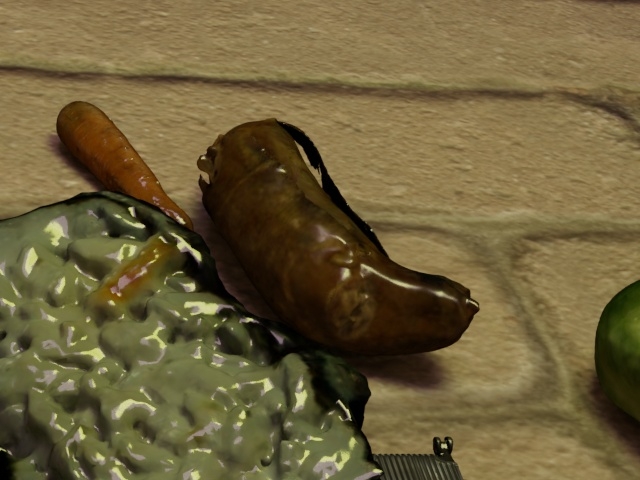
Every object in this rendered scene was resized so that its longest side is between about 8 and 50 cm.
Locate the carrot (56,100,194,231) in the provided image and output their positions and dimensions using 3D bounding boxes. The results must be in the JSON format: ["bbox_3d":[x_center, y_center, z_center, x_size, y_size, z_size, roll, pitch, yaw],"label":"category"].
[{"bbox_3d":[-0.163,-0.058,1.295,0.047,0.047,0.191,-15,43,-36],"label":"carrot"}]

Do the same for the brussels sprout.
[{"bbox_3d":[0.283,0.088,1.169,0.155,0.117,0.155,0,52,0],"label":"brussels sprout"}]

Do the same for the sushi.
[{"bbox_3d":[-0.096,0.128,0.914,0.211,0.171,0.350,-33,55,-23],"label":"sushi"}]

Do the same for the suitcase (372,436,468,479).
[{"bbox_3d":[0.058,0.187,0.988,0.086,0.059,0.126,1,35,-15],"label":"suitcase"}]

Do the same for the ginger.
[{"bbox_3d":[-0.012,-0.005,1.220,0.133,0.107,0.309,18,23,-40],"label":"ginger"}]
